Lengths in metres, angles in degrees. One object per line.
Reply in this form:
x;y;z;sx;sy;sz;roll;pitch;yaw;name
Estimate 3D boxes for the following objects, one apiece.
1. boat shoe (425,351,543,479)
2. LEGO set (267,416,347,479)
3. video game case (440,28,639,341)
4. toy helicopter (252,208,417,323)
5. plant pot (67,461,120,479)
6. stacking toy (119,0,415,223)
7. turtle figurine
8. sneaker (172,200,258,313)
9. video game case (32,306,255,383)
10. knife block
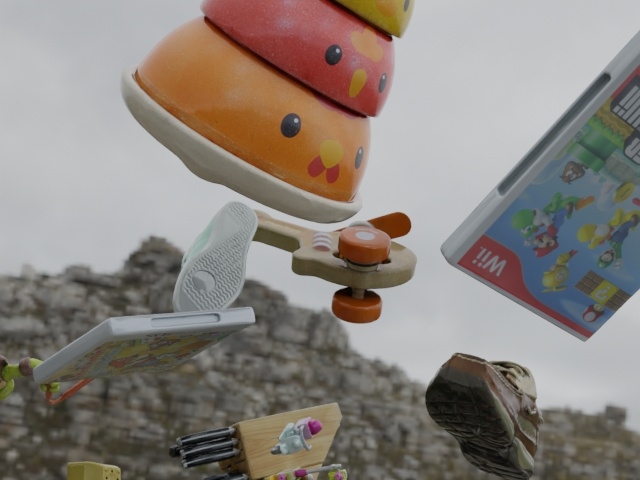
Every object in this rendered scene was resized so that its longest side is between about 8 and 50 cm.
0.229;0.217;1.508;0.123;0.120;0.324;17;-22;26;boat shoe
0.026;0.384;1.533;0.107;0.287;0.132;-16;18;26;LEGO set
0.269;-0.048;0.999;0.204;0.285;0.025;28;22;-33;video game case
0.000;0.000;1.909;0.355;0.140;0.235;17;27;25;toy helicopter
-0.435;0.472;2.187;0.083;0.081;0.081;-17;-24;31;plant pot
-0.002;-0.293;1.399;0.351;0.480;0.350;29;14;-8;stacking toy
-0.465;0.184;1.565;0.270;0.087;0.217;-10;-18;4;turtle figurine
-0.183;0.066;1.775;0.094;0.256;0.151;33;-47;-10;sneaker
-0.227;0.136;1.436;0.206;0.026;0.227;-2;-19;-39;video game case
-0.114;0.328;1.825;0.242;0.275;0.088;40;-41;-16;knife block
